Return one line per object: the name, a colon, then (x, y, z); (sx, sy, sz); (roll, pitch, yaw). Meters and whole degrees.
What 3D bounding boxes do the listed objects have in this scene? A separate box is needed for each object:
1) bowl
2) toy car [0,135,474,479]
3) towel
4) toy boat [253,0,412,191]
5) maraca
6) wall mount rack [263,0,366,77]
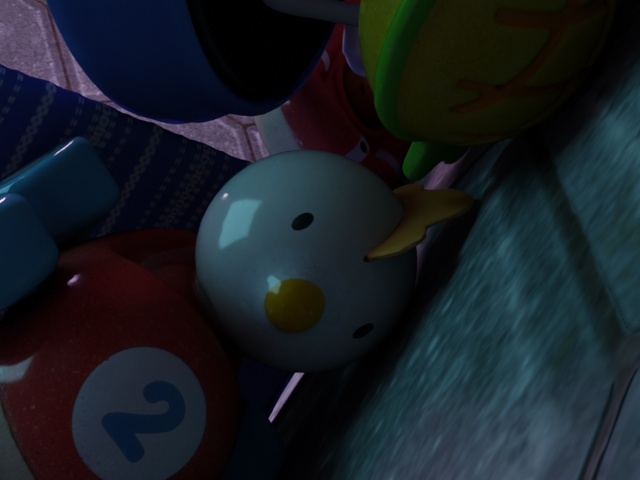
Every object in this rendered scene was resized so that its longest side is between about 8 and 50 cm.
bowl: (-0.045, -0.262, 0.674); (0.391, 0.077, 0.391); (10, -90, -74)
toy car: (-0.035, 0.031, 0.553); (0.238, 0.219, 0.210); (-28, 14, 13)
towel: (-0.136, 0.041, 0.712); (0.243, 0.336, 0.040); (-58, 41, 14)
toy boat: (0.049, -0.122, 0.903); (0.151, 0.151, 0.231); (-20, 28, 34)
maraca: (0.072, -0.089, 0.489); (0.127, 0.099, 0.186); (-40, -20, -9)
wall mount rack: (0.064, -0.263, 0.702); (0.350, 0.130, 0.304); (9, -84, -74)
